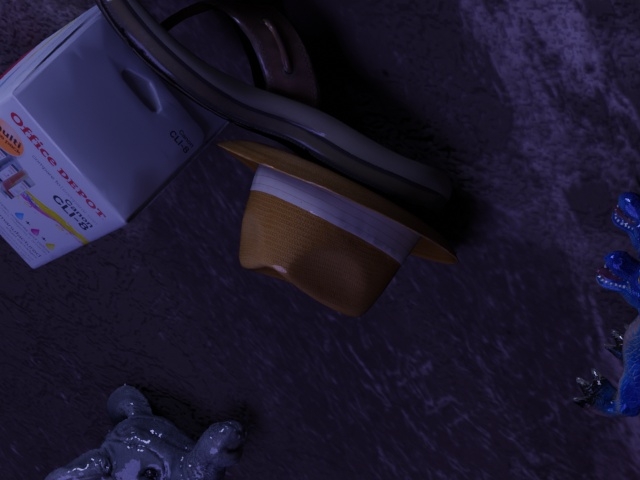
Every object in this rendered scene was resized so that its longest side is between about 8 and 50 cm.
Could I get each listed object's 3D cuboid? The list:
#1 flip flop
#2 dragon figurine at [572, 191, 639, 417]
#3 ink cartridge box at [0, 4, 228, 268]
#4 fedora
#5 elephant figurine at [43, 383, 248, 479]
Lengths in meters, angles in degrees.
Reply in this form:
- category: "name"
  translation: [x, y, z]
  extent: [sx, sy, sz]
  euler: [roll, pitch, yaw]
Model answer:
- category: "flip flop"
  translation: [-0.028, -0.107, 1.309]
  extent: [0.277, 0.080, 0.112]
  euler: [29, 180, -7]
- category: "dragon figurine"
  translation: [0.257, 0.099, 1.242]
  extent: [0.289, 0.085, 0.144]
  euler: [45, 150, -5]
- category: "ink cartridge box"
  translation: [-0.180, -0.079, 1.470]
  extent: [0.128, 0.127, 0.176]
  euler: [49, 149, -12]
- category: "fedora"
  translation: [0.000, 0.000, 1.347]
  extent: [0.194, 0.079, 0.194]
  euler: [25, 176, 2]
- category: "elephant figurine"
  translation: [-0.169, 0.218, 1.857]
  extent: [0.169, 0.186, 0.239]
  euler: [-107, 13, -48]
